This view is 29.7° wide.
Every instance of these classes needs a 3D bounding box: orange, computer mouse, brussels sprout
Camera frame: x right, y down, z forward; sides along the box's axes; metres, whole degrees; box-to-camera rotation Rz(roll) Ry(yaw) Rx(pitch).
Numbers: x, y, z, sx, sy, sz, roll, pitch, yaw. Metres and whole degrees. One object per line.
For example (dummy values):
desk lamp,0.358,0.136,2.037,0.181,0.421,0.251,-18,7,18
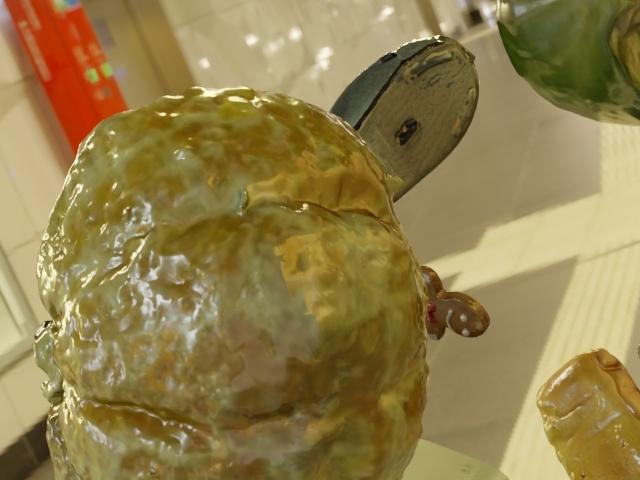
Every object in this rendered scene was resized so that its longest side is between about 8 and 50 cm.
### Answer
orange,-0.039,0.082,0.818,0.271,0.368,0.210,-8,15,-32
computer mouse,0.110,-0.177,1.946,0.374,0.203,0.114,-46,24,-20
brussels sprout,0.374,-0.321,1.533,0.276,0.371,0.315,-40,52,-20

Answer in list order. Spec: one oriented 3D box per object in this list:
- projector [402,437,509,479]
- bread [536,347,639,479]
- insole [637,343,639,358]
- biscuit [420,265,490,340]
projector,0.147,0.480,1.909,0.249,0.248,0.249,19,17,19
bread,0.476,0.328,1.952,0.132,0.294,0.167,6,-42,-47
insole,0.562,0.227,1.956,0.080,0.003,0.232,-7,28,2
biscuit,0.141,0.089,1.699,0.205,0.138,0.031,17,48,25
